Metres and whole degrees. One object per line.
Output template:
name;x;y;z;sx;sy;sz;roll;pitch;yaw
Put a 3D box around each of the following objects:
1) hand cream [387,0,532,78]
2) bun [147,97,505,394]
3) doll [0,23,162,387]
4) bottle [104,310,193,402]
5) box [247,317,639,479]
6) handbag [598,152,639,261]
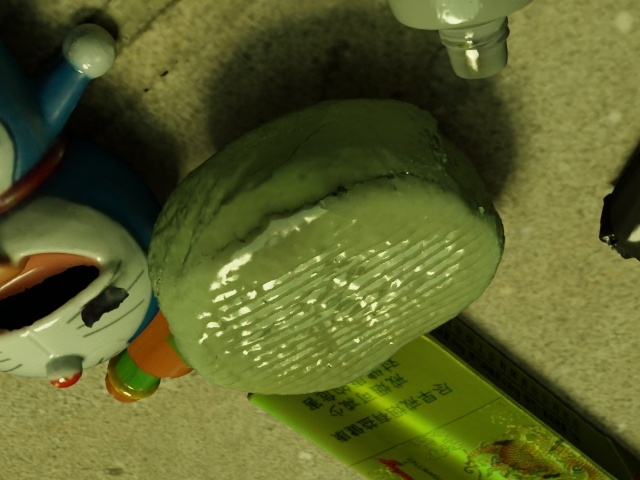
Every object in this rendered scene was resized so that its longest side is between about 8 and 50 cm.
hand cream;0.044;-0.226;0.487;0.124;0.078;0.341;-4;126;18
bun;-0.003;0.002;0.667;0.221;0.108;0.221;-12;141;-10
doll;-0.193;-0.027;0.674;0.215;0.161;0.257;-31;123;3
bottle;-0.112;0.069;0.814;0.069;0.069;0.187;29;136;-16
box;0.111;0.161;0.871;0.311;0.043;0.173;38;131;-23
handbag;0.307;-0.033;0.598;0.223;0.080;0.247;23;135;-10
